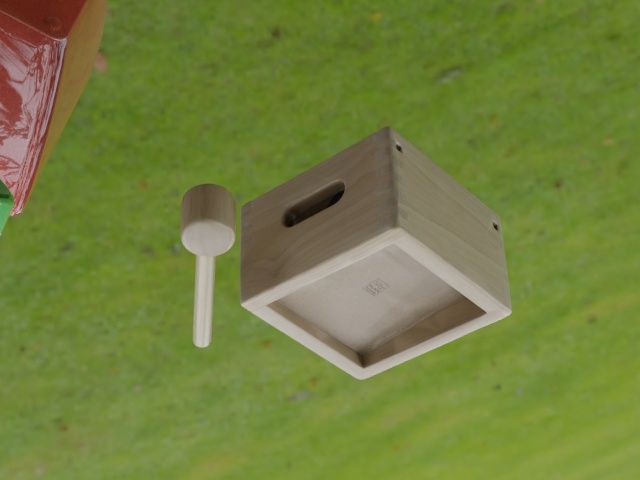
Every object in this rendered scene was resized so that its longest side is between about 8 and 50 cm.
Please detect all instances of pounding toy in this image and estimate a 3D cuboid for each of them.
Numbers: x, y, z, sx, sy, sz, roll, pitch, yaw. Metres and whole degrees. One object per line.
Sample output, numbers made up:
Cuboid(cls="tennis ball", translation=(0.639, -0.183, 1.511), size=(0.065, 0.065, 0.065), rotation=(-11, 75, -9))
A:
Cuboid(cls="pounding toy", translation=(-0.011, 0.001, 0.975), size=(0.181, 0.094, 0.206), rotation=(-27, 136, 30))

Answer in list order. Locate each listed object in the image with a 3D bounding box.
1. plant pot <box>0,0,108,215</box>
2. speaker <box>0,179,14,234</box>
Cuboid(cls="plant pot", translation=(-0.378, -0.239, 1.676), size=(0.267, 0.267, 0.235), rotation=(28, 135, -11))
Cuboid(cls="speaker", translation=(-0.346, 0.055, 1.043), size=(0.296, 0.131, 0.131), rotation=(-51, 151, 5))
